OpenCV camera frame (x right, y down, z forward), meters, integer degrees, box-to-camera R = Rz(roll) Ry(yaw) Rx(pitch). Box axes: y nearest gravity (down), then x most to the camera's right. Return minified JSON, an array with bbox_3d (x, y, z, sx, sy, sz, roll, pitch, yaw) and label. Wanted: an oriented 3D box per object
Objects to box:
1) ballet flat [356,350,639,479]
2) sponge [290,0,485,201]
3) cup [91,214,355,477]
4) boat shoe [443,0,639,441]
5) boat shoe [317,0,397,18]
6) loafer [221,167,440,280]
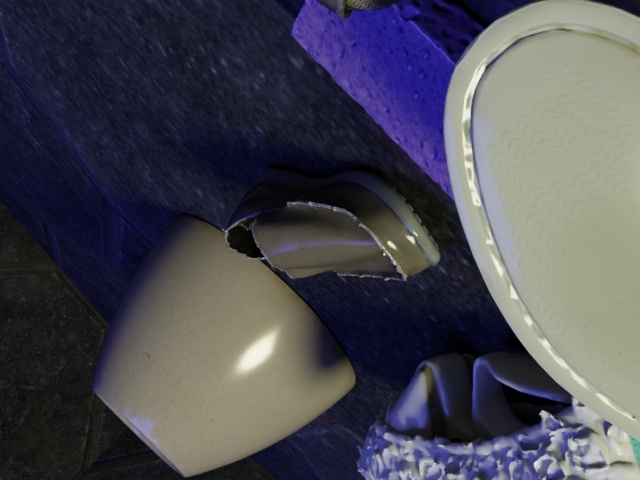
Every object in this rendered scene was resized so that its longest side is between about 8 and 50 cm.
[{"bbox_3d":[0.147,0.156,0.769,0.147,0.147,0.409,48,158,-13],"label":"ballet flat"},{"bbox_3d":[0.076,-0.075,0.517,0.210,0.031,0.117,44,162,-2],"label":"sponge"},{"bbox_3d":[-0.154,0.165,1.189,0.331,0.237,0.331,38,160,16],"label":"cup"},{"bbox_3d":[0.178,0.022,0.401,0.340,0.113,0.127,40,118,-14],"label":"boat shoe"},{"bbox_3d":[0.015,-0.143,0.392,0.285,0.103,0.092,14,141,46],"label":"boat shoe"},{"bbox_3d":[0.000,0.000,0.745,0.094,0.087,0.251,52,160,-24],"label":"loafer"}]
